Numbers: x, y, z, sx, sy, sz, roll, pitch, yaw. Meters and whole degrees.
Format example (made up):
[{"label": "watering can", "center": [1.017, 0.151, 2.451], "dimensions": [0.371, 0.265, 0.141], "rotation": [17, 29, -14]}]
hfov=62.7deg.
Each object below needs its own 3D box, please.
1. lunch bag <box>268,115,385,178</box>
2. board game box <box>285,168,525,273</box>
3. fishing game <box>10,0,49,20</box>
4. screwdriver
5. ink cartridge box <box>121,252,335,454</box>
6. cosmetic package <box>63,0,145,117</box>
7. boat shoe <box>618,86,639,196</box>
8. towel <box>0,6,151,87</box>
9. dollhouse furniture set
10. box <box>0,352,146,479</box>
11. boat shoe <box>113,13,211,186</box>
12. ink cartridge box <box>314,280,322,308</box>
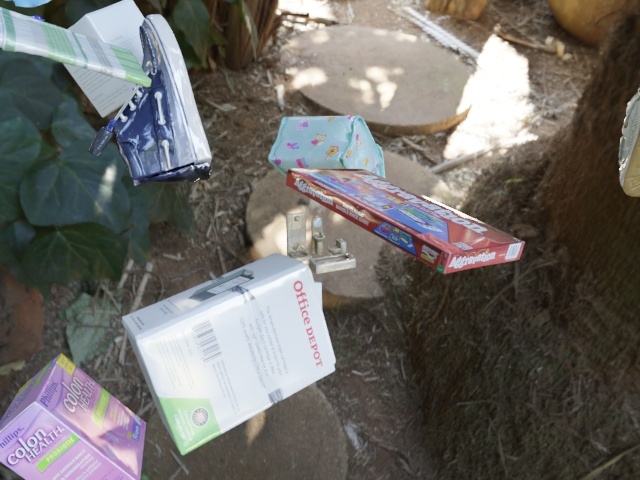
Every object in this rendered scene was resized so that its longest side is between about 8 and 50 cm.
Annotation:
[{"label": "lunch bag", "center": [0.034, -0.194, 1.339], "dimensions": [0.224, 0.262, 0.160], "rotation": [6, 69, 30]}, {"label": "board game box", "center": [0.095, -0.038, 0.661], "dimensions": [0.145, 0.027, 0.281], "rotation": [-5, 26, -40]}, {"label": "fishing game", "center": [-0.460, -0.456, 0.821], "dimensions": [0.189, 0.264, 0.041], "rotation": [9, 8, 8]}, {"label": "screwdriver", "center": [-0.331, -0.210, 0.858], "dimensions": [0.025, 0.170, 0.024], "rotation": [31, 13, -15]}, {"label": "ink cartridge box", "center": [-0.134, 0.163, 0.819], "dimensions": [0.273, 0.198, 0.115], "rotation": [-23, 19, -26]}, {"label": "cosmetic package", "center": [-0.458, -0.407, 1.179], "dimensions": [0.151, 0.183, 0.151], "rotation": [-15, 26, 35]}, {"label": "boat shoe", "center": [0.500, -0.197, 0.776], "dimensions": [0.098, 0.277, 0.096], "rotation": [1, 44, 2]}, {"label": "towel", "center": [-0.280, -0.212, 0.594], "dimensions": [0.152, 0.023, 0.113], "rotation": [9, 30, -37]}, {"label": "dollhouse furniture set", "center": [0.000, 0.000, 1.416], "dimensions": [0.144, 0.123, 0.151], "rotation": [-8, 22, -21]}, {"label": "box", "center": [-0.465, 0.369, 1.000], "dimensions": [0.117, 0.213, 0.243], "rotation": [-43, 108, -4]}, {"label": "boat shoe", "center": [-0.330, -0.265, 1.008], "dimensions": [0.158, 0.127, 0.340], "rotation": [-17, 84, -20]}, {"label": "ink cartridge box", "center": [-0.112, 0.147, 1.325], "dimensions": [0.213, 0.154, 0.093], "rotation": [1, 89, -11]}]
